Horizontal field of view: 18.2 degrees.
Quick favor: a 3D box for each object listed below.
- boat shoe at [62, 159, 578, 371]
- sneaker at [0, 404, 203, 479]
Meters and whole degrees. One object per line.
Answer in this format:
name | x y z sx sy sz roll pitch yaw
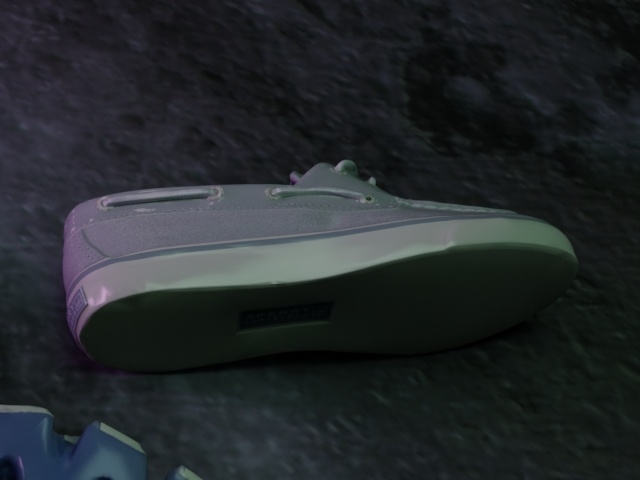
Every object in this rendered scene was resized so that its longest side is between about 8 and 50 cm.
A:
boat shoe | -0.001 0.001 0.866 0.227 0.079 0.081 -4 53 -18
sneaker | -0.020 0.192 0.658 0.315 0.127 0.182 19 50 7
